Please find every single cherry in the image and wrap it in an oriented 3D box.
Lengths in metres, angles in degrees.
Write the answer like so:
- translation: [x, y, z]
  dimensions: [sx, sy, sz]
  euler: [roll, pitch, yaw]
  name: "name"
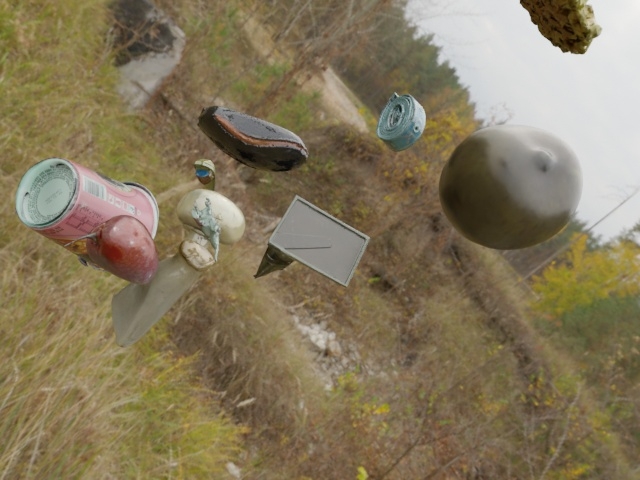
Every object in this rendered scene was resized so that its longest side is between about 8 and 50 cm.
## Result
- translation: [-0.317, 0.011, 0.859]
  dimensions: [0.126, 0.106, 0.087]
  euler: [62, 39, -52]
  name: "cherry"

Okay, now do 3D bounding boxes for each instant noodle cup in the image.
- translation: [-0.539, -0.068, 1.231]
  dimensions: [0.244, 0.244, 0.255]
  euler: [54, 4, 23]
  name: "instant noodle cup"

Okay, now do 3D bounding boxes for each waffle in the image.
- translation: [0.349, -0.397, 0.843]
  dimensions: [0.245, 0.052, 0.254]
  euler: [53, 15, -4]
  name: "waffle"

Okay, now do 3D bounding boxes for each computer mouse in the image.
- translation: [-0.193, -0.271, 1.500]
  dimensions: [0.323, 0.116, 0.183]
  euler: [19, -15, -3]
  name: "computer mouse"

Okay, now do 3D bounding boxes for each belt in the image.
- translation: [0.239, -0.343, 1.569]
  dimensions: [0.082, 0.163, 0.147]
  euler: [34, -6, -38]
  name: "belt"

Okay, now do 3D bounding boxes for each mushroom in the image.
- translation: [-0.509, 0.153, 1.687]
  dimensions: [0.137, 0.407, 0.154]
  euler: [38, 13, -48]
  name: "mushroom"
- translation: [-0.482, -0.037, 2.249]
  dimensions: [0.314, 0.336, 0.314]
  euler: [22, -4, 2]
  name: "mushroom"

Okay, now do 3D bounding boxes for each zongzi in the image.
- translation: [-0.134, 0.009, 1.893]
  dimensions: [0.112, 0.242, 0.221]
  euler: [37, 37, -22]
  name: "zongzi"

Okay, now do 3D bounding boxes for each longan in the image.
- translation: [0.501, -0.146, 1.421]
  dimensions: [0.361, 0.361, 0.361]
  euler: [42, 16, -15]
  name: "longan"

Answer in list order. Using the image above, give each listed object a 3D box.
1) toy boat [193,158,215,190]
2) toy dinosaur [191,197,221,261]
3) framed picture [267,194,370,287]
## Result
- translation: [-0.388, -0.222, 1.814]
  dimensions: [0.065, 0.066, 0.172]
  euler: [9, -21, 5]
  name: "toy boat"
- translation: [-0.306, -0.025, 1.517]
  dimensions: [0.167, 0.053, 0.242]
  euler: [70, -5, -62]
  name: "toy dinosaur"
- translation: [0.000, 0.000, 1.538]
  dimensions: [0.259, 0.023, 0.189]
  euler: [29, 60, -3]
  name: "framed picture"
